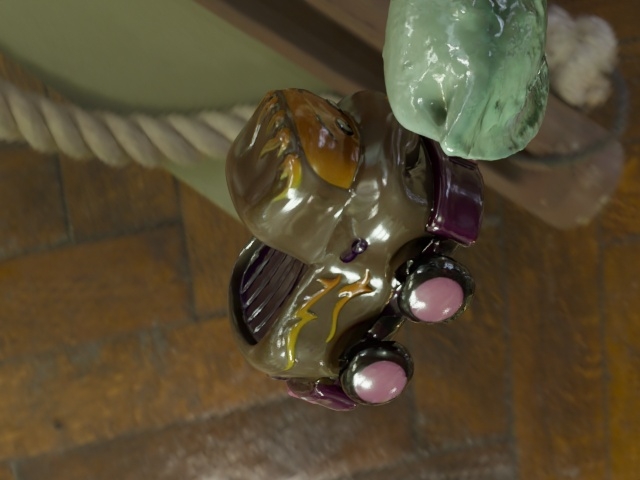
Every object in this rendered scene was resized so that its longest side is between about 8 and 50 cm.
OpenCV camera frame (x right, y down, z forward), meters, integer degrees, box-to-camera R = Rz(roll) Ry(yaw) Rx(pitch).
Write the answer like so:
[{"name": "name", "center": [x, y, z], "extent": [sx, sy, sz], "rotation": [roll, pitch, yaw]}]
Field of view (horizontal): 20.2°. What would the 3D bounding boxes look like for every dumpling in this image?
[{"name": "dumpling", "center": [0.119, -0.138, 1.254], "extent": [0.149, 0.216, 0.105], "rotation": [18, 150, -18]}]

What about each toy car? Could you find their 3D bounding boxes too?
[{"name": "toy car", "center": [0.000, 0.000, 1.854], "extent": [0.240, 0.271, 0.340], "rotation": [20, 117, -25]}]
